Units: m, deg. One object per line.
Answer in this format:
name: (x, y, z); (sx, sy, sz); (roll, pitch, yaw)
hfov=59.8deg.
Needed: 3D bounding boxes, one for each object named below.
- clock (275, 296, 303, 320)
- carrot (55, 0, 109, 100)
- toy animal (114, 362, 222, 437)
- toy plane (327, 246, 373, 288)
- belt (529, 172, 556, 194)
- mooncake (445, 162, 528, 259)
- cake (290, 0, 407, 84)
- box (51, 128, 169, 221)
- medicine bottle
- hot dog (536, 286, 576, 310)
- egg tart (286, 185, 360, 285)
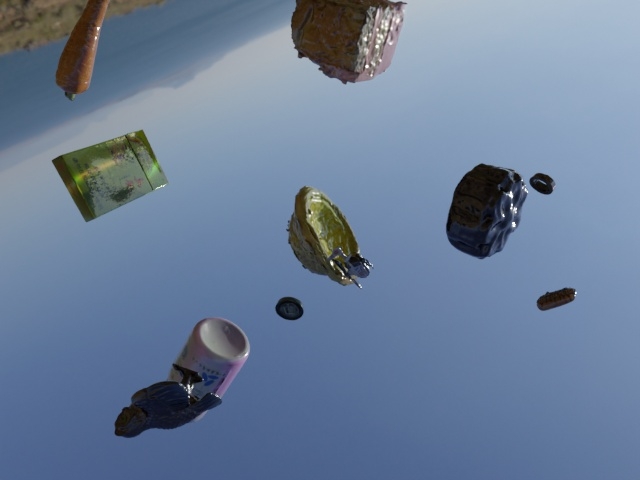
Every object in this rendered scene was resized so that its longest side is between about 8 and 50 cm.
clock: (-0.089, 0.198, 1.616); (0.085, 0.085, 0.017); (-16, -147, 20)
carrot: (-0.429, -0.379, 1.022); (0.061, 0.061, 0.256); (-108, -139, -69)
toy animal: (-0.290, 0.321, 1.044); (0.179, 0.116, 0.218); (-41, 167, -20)
toy plane: (0.093, 0.070, 1.630); (0.078, 0.197, 0.053); (-49, -135, -1)
belt: (0.734, -0.189, 1.834); (0.083, 0.059, 0.036); (37, -131, 20)
mooncake: (0.489, -0.081, 1.606); (0.141, 0.283, 0.283); (27, -129, 38)
cake: (0.095, -0.753, 2.026); (0.314, 0.293, 0.307); (30, -142, 22)
box: (-0.542, -0.180, 1.476); (0.043, 0.173, 0.311); (-17, -166, 28)
medicine bottle: (-0.290, 0.321, 1.366); (0.254, 0.152, 0.152); (-56, -173, 26)
hot dog: (0.586, 0.144, 1.390); (0.122, 0.037, 0.049); (-40, -165, 53)
egg tart: (0.000, 0.000, 1.767); (0.132, 0.345, 0.345); (-30, -163, 23)
